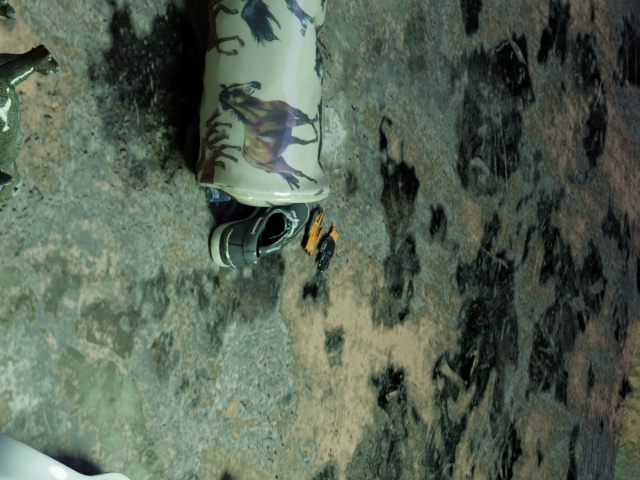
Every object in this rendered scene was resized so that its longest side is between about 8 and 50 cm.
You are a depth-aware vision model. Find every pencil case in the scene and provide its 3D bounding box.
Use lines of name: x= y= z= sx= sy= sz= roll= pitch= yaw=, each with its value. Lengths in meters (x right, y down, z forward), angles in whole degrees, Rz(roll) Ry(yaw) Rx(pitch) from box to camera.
pencil case: x=-0.060 y=-0.245 z=1.662 sx=0.183 sy=0.160 sz=0.410 roll=-3 pitch=95 yaw=-83

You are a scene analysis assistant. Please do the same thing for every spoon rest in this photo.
spoon rest: x=-0.258 y=0.279 z=1.437 sx=0.276 sy=0.084 sz=0.137 roll=52 pitch=49 yaw=-48

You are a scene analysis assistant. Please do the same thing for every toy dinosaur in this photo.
toy dinosaur: x=-0.334 y=-0.152 z=1.228 sx=0.160 sy=0.121 sz=0.313 roll=-41 pitch=120 yaw=-9

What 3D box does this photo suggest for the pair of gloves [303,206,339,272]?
pair of gloves: x=0.000 y=0.000 z=1.933 sx=0.083 sy=0.010 sz=0.074 roll=58 pitch=44 yaw=-49

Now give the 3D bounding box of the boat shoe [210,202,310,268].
boat shoe: x=-0.059 y=-0.011 z=1.775 sx=0.206 sy=0.065 sz=0.075 roll=-29 pitch=117 yaw=-56
